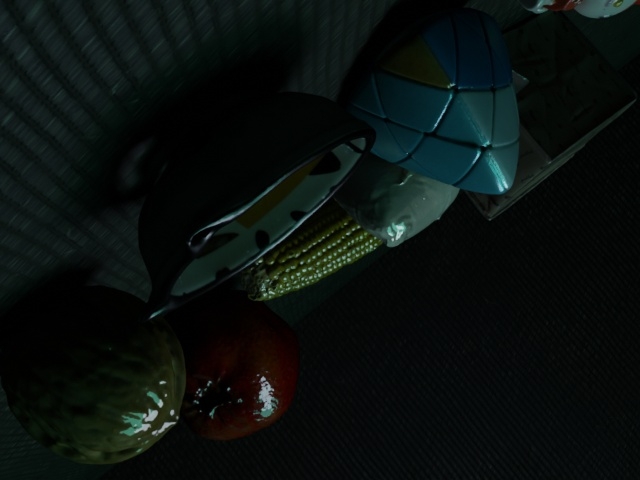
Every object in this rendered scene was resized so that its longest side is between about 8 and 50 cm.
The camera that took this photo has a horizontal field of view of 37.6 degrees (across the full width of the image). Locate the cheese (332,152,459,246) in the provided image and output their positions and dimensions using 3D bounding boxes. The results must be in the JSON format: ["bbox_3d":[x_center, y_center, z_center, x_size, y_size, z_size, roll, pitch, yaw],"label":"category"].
[{"bbox_3d":[0.107,-0.099,1.315,0.189,0.198,0.154,-40,142,0],"label":"cheese"}]

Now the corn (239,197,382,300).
[{"bbox_3d":[0.000,0.000,1.664,0.346,0.130,0.130,-28,167,-37],"label":"corn"}]

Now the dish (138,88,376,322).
[{"bbox_3d":[-0.086,-0.060,0.946,0.303,0.120,0.303,-38,172,-6],"label":"dish"}]

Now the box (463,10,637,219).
[{"bbox_3d":[0.345,-0.222,1.591,0.297,0.225,0.190,-33,171,-38],"label":"box"}]

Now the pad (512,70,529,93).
[{"bbox_3d":[0.197,-0.220,1.369,0.211,0.003,0.143,18,129,-44],"label":"pad"}]

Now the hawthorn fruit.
[{"bbox_3d":[-0.165,0.217,1.745,0.265,0.265,0.307,-41,-166,18],"label":"hawthorn fruit"}]

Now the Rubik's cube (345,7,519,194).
[{"bbox_3d":[0.150,-0.160,1.118,0.254,0.254,0.254,-38,172,-6],"label":"Rubik's cube"}]

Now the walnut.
[{"bbox_3d":[-0.254,0.155,1.082,0.213,0.213,0.213,-38,172,-6],"label":"walnut"}]

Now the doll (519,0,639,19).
[{"bbox_3d":[0.402,-0.381,1.300,0.290,0.130,0.161,-18,157,-27],"label":"doll"}]
